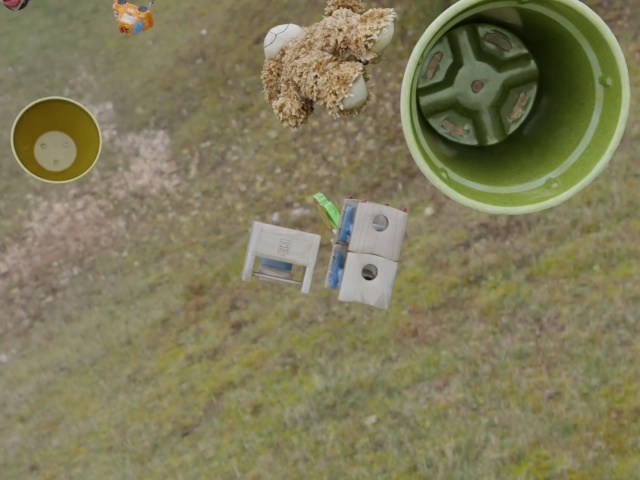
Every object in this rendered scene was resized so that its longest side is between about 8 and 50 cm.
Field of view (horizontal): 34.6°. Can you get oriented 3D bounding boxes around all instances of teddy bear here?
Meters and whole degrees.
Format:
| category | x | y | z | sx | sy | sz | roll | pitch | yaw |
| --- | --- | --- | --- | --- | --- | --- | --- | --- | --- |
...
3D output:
| category | x | y | z | sx | sy | sz | roll | pitch | yaw |
| --- | --- | --- | --- | --- | --- | --- | --- | --- | --- |
| teddy bear | -0.002 | -0.277 | 1.536 | 0.113 | 0.245 | 0.338 | 20 | 19 | -24 |

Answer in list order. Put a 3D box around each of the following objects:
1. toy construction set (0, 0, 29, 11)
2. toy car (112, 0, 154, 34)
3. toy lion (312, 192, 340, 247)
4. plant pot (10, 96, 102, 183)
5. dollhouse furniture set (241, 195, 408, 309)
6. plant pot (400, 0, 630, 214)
| category | x | y | z | sx | sy | sz | roll | pitch | yaw |
| --- | --- | --- | --- | --- | --- | --- | --- | --- | --- |
| toy construction set | -0.623 | -0.638 | 2.214 | 0.237 | 0.309 | 0.257 | -32 | 80 | -3 |
| toy car | -0.245 | -0.307 | 1.340 | 0.060 | 0.122 | 0.040 | 29 | 65 | -6 |
| toy lion | 0.017 | -0.035 | 1.619 | 0.034 | 0.100 | 0.096 | -29 | 80 | -8 |
| plant pot | -0.413 | -0.148 | 1.601 | 0.134 | 0.134 | 0.095 | -29 | 3 | -18 |
| dollhouse furniture set | 0.000 | 0.000 | 1.309 | 0.184 | 0.129 | 0.129 | 12 | 3 | -9 |
| plant pot | 0.227 | -0.194 | 1.342 | 0.276 | 0.276 | 0.254 | -15 | 14 | 2 |
